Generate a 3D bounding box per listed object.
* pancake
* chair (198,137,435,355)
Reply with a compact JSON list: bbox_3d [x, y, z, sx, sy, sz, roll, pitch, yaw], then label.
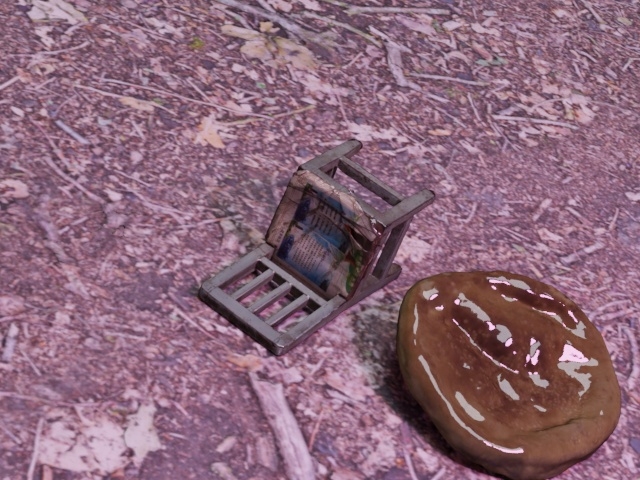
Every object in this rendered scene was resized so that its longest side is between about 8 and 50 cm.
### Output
[{"bbox_3d":[0.225,0.149,1.955,0.294,0.049,0.294,15,51,-20],"label":"pancake"},{"bbox_3d":[0.000,0.000,2.006,0.136,0.147,0.270,36,35,19],"label":"chair"}]
